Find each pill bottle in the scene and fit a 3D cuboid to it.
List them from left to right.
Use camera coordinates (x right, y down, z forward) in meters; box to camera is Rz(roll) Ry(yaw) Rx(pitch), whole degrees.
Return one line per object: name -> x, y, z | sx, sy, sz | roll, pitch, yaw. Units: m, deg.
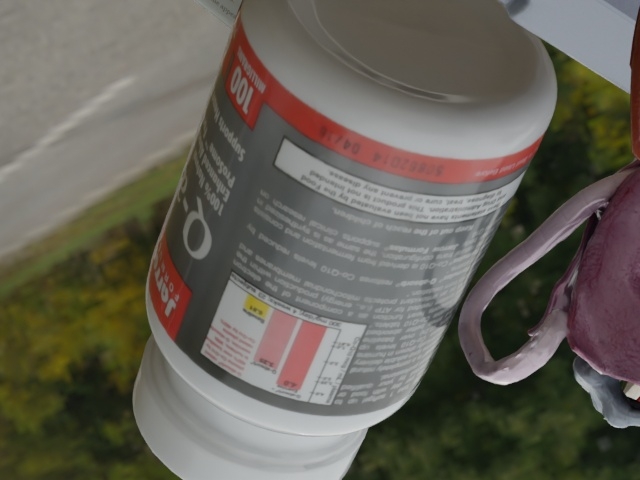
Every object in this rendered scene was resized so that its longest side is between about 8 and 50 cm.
pill bottle -> 0.000, 0.000, 1.236 | 0.210, 0.210, 0.363 | -23, 146, -45

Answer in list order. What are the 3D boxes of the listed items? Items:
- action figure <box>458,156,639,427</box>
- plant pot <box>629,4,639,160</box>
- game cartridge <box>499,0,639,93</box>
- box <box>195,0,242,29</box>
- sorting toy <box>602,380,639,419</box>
action figure -> 0.260, -0.069, 1.252 | 0.276, 0.370, 0.248 | 13, -164, -19
plant pot -> 0.288, -0.048, 0.769 | 0.265, 0.272, 0.272 | -5, -171, 30
game cartridge -> 0.252, -0.181, 0.982 | 0.196, 0.060, 0.294 | 30, 134, -32
box -> -0.002, -0.227, 1.374 | 0.181, 0.182, 0.119 | -36, 162, -55
sorting toy -> 0.325, 0.077, 1.639 | 0.274, 0.046, 0.132 | 105, 7, -67
